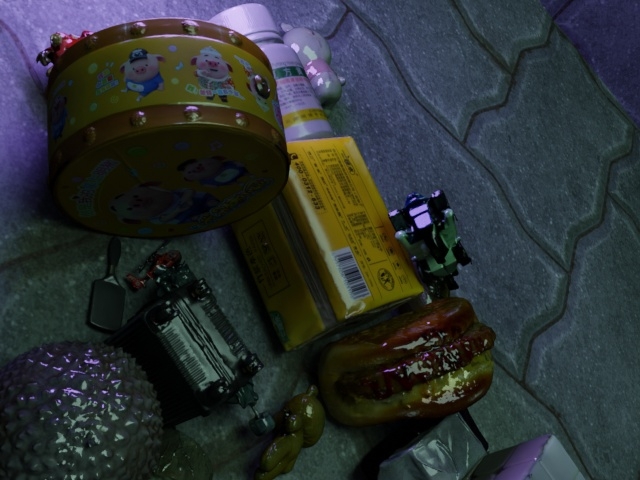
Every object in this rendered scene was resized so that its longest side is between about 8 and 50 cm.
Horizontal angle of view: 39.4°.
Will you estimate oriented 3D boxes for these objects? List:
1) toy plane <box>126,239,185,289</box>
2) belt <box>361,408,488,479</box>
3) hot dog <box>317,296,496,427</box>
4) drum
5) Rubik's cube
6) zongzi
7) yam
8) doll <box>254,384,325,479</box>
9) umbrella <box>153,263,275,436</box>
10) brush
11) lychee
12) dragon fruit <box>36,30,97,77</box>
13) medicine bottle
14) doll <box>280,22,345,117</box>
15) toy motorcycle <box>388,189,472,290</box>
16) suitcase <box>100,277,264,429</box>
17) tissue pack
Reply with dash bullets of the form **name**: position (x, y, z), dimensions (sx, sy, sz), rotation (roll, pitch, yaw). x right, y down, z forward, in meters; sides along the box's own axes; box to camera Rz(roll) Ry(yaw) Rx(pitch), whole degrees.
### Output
- **toy plane**: position (-0.305, 0.050, 1.678), dimensions (0.060, 0.037, 0.145), rotation (47, 42, -4)
- **belt**: position (0.218, 0.448, 1.811), dimensions (0.289, 0.184, 0.164), rotation (-29, 91, -42)
- **hot dog**: position (0.206, 0.250, 1.819), dimensions (0.405, 0.223, 0.185), rotation (-18, 101, -30)
- **drum**: position (-0.266, -0.185, 1.574), dimensions (0.431, 0.431, 0.214), rotation (9, 59, -39)
- **Rubik's cube**: position (0.386, 0.609, 1.781), dimensions (0.290, 0.292, 0.291), rotation (55, 42, -1)
- **zongzi**: position (0.179, 0.073, 2.041), dimensions (0.289, 0.123, 0.260), rotation (31, 51, -25)
- **yam**: position (-0.258, 0.440, 1.410), dimensions (0.154, 0.154, 0.254), rotation (38, 40, -19)
- **doll**: position (-0.067, 0.364, 1.666), dimensions (0.097, 0.137, 0.209), rotation (19, 32, 24)
- **umbrella**: position (-0.194, 0.206, 1.616), dimensions (0.349, 0.094, 0.143), rotation (60, 11, -6)
- **brush**: position (-0.378, 0.075, 1.610), dimensions (0.063, 0.016, 0.193), rotation (23, 52, -31)
- **lychee**: position (-0.372, 0.277, 1.312), dimensions (0.300, 0.300, 0.300), rotation (22, 53, -32)
- **dragon fruit**: position (-0.445, -0.315, 1.702), dimensions (0.172, 0.160, 0.166), rotation (43, 79, 7)
- **medicine bottle**: position (-0.126, -0.324, 1.941), dimensions (0.208, 0.208, 0.339), rotation (-14, 76, -46)
- **doll**: position (-0.019, -0.426, 2.169), dimensions (0.155, 0.113, 0.275), rotation (-1, 67, -39)
- **toy motorcycle**: position (0.236, -0.007, 1.898), dimensions (0.196, 0.125, 0.331), rotation (67, 7, 21)
- **suitcase**: position (-0.237, 0.192, 1.456), dimensions (0.128, 0.312, 0.202), rotation (-35, 92, -36)
- **tissue pack**: position (0.000, 0.000, 1.843), dimensions (0.293, 0.228, 0.382), rotation (-13, 76, -48)
